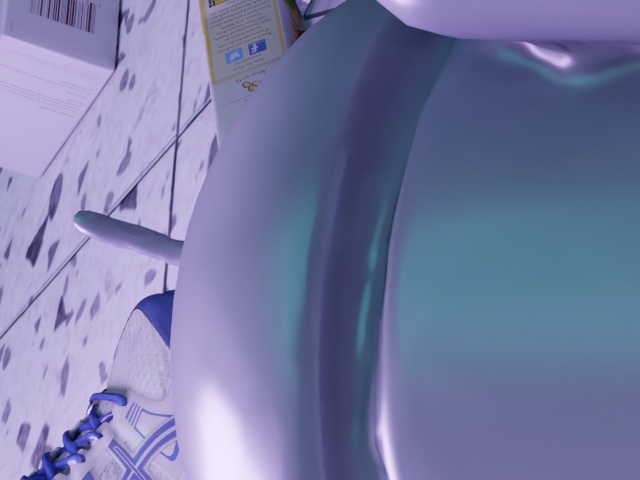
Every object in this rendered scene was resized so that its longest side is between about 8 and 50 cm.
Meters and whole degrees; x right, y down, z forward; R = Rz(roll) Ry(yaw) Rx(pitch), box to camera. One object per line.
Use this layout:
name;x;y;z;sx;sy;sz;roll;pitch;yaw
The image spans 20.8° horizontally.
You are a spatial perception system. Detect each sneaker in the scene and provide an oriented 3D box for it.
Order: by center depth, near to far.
sneaker;-0.140;0.163;1.048;0.112;0.131;0.296;-23;53;62

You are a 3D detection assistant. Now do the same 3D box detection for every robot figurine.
robot figurine;0.112;0.026;0.392;0.354;0.300;0.199;-1;43;33

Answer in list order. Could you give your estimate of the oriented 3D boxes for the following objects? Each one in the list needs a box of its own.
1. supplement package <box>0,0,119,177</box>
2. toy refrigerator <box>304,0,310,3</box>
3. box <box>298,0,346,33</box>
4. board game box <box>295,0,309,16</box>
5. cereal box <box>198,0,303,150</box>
supplement package;-0.261;-0.154;1.545;0.179;0.105;0.105;-45;37;46
toy refrigerator;0.052;-0.257;0.944;0.102;0.094;0.269;-22;53;54
box;0.096;-0.144;0.696;0.169;0.087;0.290;-63;14;-2
board game box;-0.017;-0.194;1.063;0.194;0.060;0.194;143;135;-73
cereal box;0.000;0.000;0.820;0.047;0.173;0.240;-19;43;9
